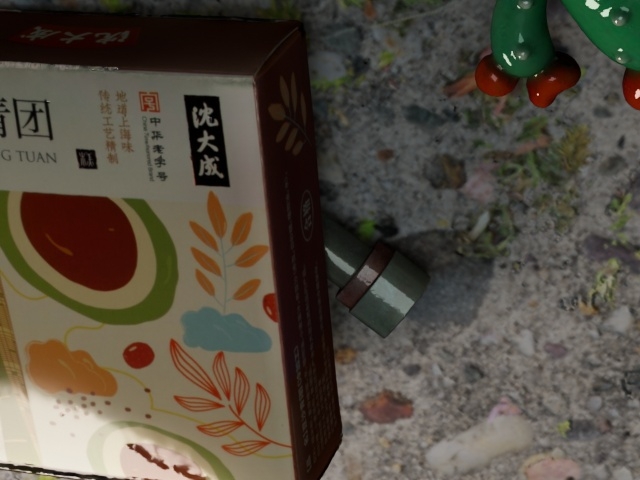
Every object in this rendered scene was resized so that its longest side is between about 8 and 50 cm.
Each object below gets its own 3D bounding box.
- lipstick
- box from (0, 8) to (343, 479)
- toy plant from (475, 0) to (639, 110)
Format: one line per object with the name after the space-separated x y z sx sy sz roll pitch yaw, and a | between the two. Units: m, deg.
0.000 -0.001 1.588 0.186 0.057 0.063 38 115 -3 | lipstick
-0.173 0.013 1.560 0.345 0.122 0.385 4 118 20 | box
0.182 -0.253 1.359 0.400 0.185 0.279 41 88 -19 | toy plant
